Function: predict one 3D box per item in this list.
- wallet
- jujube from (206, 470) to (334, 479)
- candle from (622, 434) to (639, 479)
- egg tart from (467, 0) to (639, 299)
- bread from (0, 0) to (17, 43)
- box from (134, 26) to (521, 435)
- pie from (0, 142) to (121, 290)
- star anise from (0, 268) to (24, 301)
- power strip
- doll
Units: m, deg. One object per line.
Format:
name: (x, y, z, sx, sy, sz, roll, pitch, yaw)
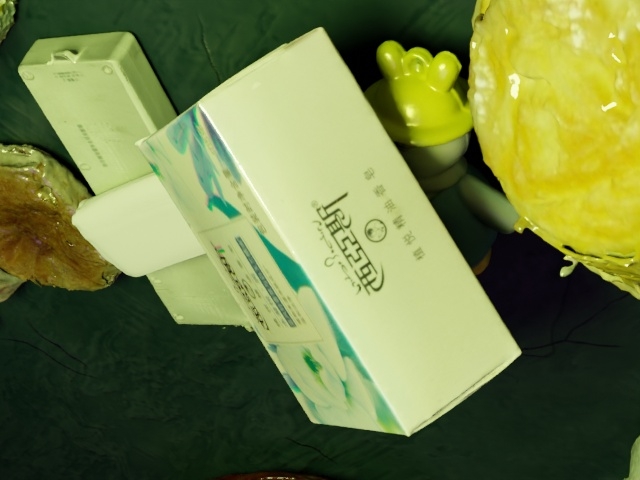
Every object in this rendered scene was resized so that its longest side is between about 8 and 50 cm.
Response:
wallet: (-0.134, -0.019, 1.171, 0.190, 0.033, 0.095, -20, 124, 40)
jujube: (-0.057, 0.401, 1.523, 0.376, 0.276, 0.276, -1, 137, 30)
candle: (0.369, 0.257, 1.285, 0.168, 0.068, 0.192, 12, 145, 13)
egg tart: (0.188, -0.090, 0.772, 0.341, 0.132, 0.341, 35, 133, 48)
bread: (-0.302, -0.190, 1.094, 0.094, 0.083, 0.157, 47, 140, -8)
box: (-0.002, 0.002, 1.002, 0.274, 0.116, 0.203, 58, 162, -7)
pie: (-0.278, -0.018, 1.309, 0.195, 0.046, 0.195, 16, 143, 12)
star anise: (-0.431, 0.069, 1.368, 0.148, 0.227, 0.218, 4, 128, 33)
power strip: (-0.147, -0.040, 1.215, 0.106, 0.043, 0.367, 0, 137, 27)
doll: (0.084, -0.052, 1.034, 0.135, 0.098, 0.241, 48, 159, 39)
